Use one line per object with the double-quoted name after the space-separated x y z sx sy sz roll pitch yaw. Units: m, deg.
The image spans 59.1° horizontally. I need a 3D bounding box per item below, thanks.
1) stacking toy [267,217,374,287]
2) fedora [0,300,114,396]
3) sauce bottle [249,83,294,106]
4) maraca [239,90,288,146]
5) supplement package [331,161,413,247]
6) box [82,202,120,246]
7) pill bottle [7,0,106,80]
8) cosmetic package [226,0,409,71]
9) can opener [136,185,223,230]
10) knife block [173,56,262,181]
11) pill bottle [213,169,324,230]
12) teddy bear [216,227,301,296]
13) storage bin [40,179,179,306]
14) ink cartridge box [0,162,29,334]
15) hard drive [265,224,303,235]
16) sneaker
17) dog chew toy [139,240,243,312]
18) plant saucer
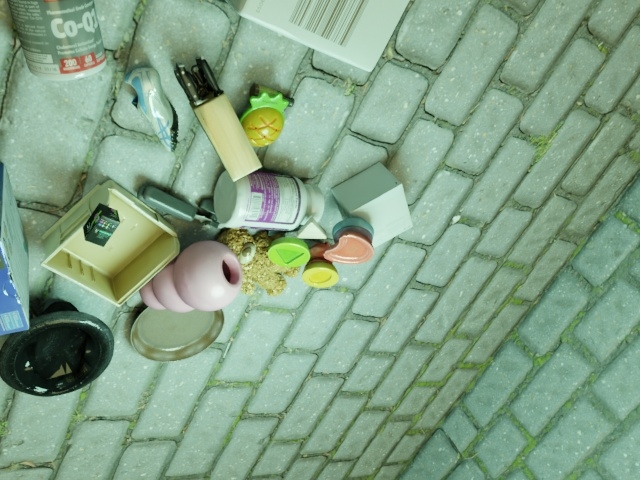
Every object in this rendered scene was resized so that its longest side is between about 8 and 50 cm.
0.000 0.000 1.774 0.280 0.130 0.309 27 137 -30 "stacking toy"
-0.772 0.297 1.651 0.334 0.152 0.334 -16 132 -19 "fedora"
-0.130 -0.391 1.536 0.128 0.042 0.042 9 121 -32 "sauce bottle"
-0.155 -0.327 1.522 0.127 0.099 0.185 -3 145 -27 "maraca"
0.172 -0.108 1.865 0.194 0.149 0.203 -29 135 -6 "supplement package"
-0.544 -0.038 1.401 0.052 0.062 0.083 26 109 -40 "box"
-0.542 -0.486 1.138 0.161 0.161 0.283 -15 132 -19 "pill bottle"
-0.025 -0.614 1.166 0.330 0.393 0.327 10 120 -36 "cosmetic package"
-0.388 -0.098 1.622 0.280 0.074 0.093 22 78 -42 "can opener"
-0.260 -0.311 1.397 0.088 0.275 0.242 -29 164 -5 "knife block"
-0.145 -0.115 1.662 0.302 0.169 0.169 3 124 -36 "pill bottle"
-0.190 0.073 1.834 0.245 0.113 0.338 -33 135 -5 "teddy bear"
-0.570 0.009 1.554 0.260 0.123 0.262 -40 134 6 "storage bin"
-0.762 0.036 1.272 0.151 0.395 0.269 -12 130 -22 "ink cartridge box"
-0.117 -0.057 1.779 0.135 0.094 0.022 -8 128 -24 "hard drive"
-0.415 -0.324 1.412 0.086 0.085 0.237 -4 136 6 "sneaker"
-0.396 0.122 1.668 0.332 0.206 0.206 -15 141 25 "dog chew toy"
-0.476 0.282 1.883 0.311 0.050 0.310 -16 131 -19 "plant saucer"
